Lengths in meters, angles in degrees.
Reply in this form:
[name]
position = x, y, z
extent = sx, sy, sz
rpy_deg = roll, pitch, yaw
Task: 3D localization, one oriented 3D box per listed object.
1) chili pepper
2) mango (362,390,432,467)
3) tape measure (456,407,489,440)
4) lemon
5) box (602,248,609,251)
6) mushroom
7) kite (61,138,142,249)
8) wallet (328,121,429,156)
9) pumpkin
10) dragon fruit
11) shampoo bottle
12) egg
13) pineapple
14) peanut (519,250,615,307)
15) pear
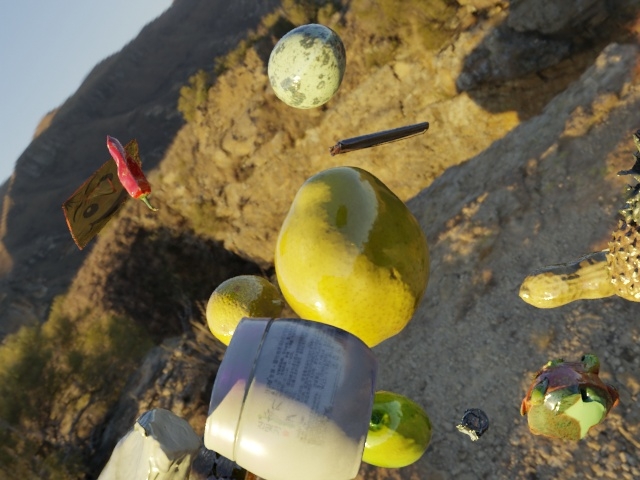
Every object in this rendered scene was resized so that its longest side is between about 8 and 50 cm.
[chili pepper]
position = -0.404, -0.142, 1.318
extent = 0.050, 0.191, 0.059
rpy_deg = -32, -2, -12
[mango]
position = 0.140, 0.418, 1.378
extent = 0.343, 0.192, 0.156
rpy_deg = 99, -175, -73
[tape measure]
position = 0.497, 0.590, 2.000
extent = 0.094, 0.091, 0.054
rpy_deg = -46, -14, -36
[lemon]
position = -0.231, 0.219, 1.946
extent = 0.253, 0.228, 0.228
rpy_deg = -29, 28, 36
[box]
position = 0.840, 0.066, 1.648
extent = 0.051, 0.130, 0.129
rpy_deg = -10, -12, -40
[mushroom]
position = -0.252, 0.319, 0.850
extent = 0.109, 0.097, 0.351
rpy_deg = -45, -2, -45
[kite]
position = -0.594, -0.117, 1.683
extent = 0.377, 0.013, 0.327
rpy_deg = -56, -5, 17
[wallet]
position = 0.150, -0.264, 1.619
extent = 0.243, 0.039, 0.133
rpy_deg = -17, 5, -11
[pumpkin]
position = -0.196, 0.476, 1.440
extent = 0.317, 0.139, 0.222
rpy_deg = -64, -20, -51
[dragon fruit]
position = 0.694, 0.452, 1.737
extent = 0.130, 0.268, 0.295
rpy_deg = -88, 14, -60
[shampoo bottle]
position = -0.047, 0.268, 1.054
extent = 0.273, 0.266, 0.273
rpy_deg = 14, -90, -85
[egg]
position = -0.020, -0.303, 1.075
extent = 0.132, 0.132, 0.172
rpy_deg = -62, 12, -28
[pineapple]
position = 0.468, -0.040, 0.878
extent = 0.125, 0.125, 0.251
rpy_deg = -105, 11, -69
[peanut]
position = 0.452, 0.072, 1.112
extent = 0.192, 0.089, 0.089
rpy_deg = -15, 33, 22
[pear]
position = 0.071, 0.037, 1.422
extent = 0.362, 0.362, 0.418
rpy_deg = -16, 83, 64
